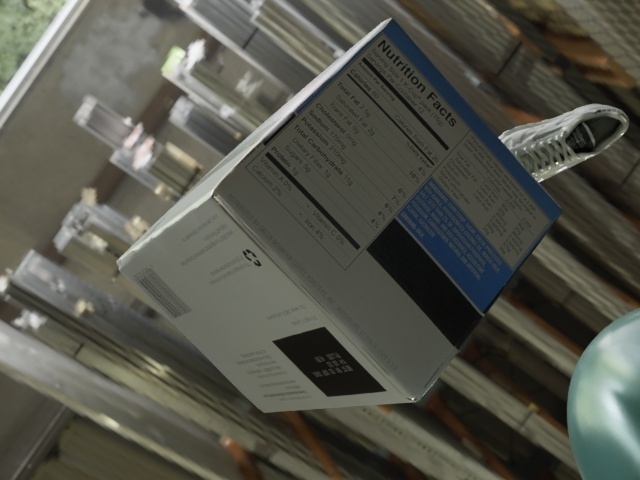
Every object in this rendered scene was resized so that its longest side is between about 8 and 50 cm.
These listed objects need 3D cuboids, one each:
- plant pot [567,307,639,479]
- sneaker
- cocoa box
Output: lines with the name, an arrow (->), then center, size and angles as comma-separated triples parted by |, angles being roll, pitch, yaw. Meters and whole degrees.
plant pot -> 0.392, 0.197, 0.987 | 0.293, 0.293, 0.235 | 35, -169, -29
sneaker -> 0.329, -0.132, 1.401 | 0.090, 0.235, 0.095 | 61, -176, -11
cocoa box -> 0.000, 0.000, 0.902 | 0.231, 0.228, 0.347 | 46, 156, -9
